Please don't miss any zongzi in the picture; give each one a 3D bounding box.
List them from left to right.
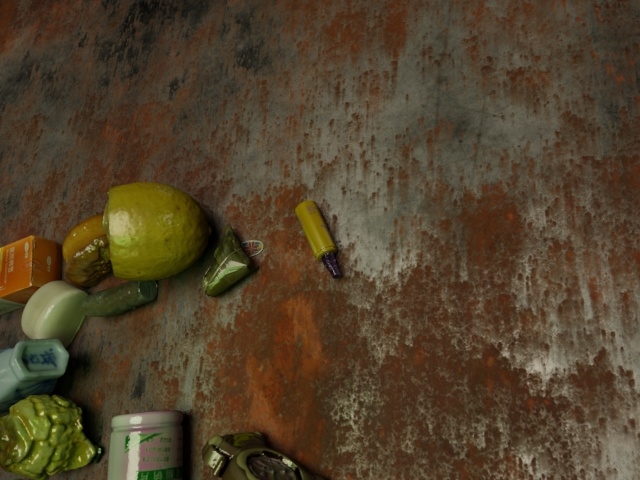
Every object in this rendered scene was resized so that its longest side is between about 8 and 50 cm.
[{"bbox_3d":[-0.346,0.072,1.568,0.205,0.094,0.204,-35,68,7],"label":"zongzi"}]

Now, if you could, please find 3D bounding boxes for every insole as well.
[{"bbox_3d":[-0.286,0.035,1.611,0.193,0.006,0.065,-8,69,17],"label":"insole"}]

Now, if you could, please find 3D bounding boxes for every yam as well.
[{"bbox_3d":[-0.719,0.209,1.658,0.259,0.106,0.106,-20,66,14],"label":"yam"}]

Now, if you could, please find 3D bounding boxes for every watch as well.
[{"bbox_3d":[-0.190,0.732,1.213,0.335,0.314,0.327,24,92,40],"label":"watch"}]

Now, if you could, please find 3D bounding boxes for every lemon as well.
[{"bbox_3d":[-0.543,-0.030,1.561,0.364,0.364,0.364,-7,70,18],"label":"lemon"}]

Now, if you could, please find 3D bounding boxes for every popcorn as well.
[{"bbox_3d":[-0.915,0.642,1.502,0.293,0.237,0.293,0,90,30],"label":"popcorn"}]

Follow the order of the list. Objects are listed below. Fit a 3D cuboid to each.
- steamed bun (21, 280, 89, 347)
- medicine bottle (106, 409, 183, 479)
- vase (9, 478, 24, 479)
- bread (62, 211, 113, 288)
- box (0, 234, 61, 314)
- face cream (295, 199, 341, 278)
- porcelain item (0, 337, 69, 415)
[{"bbox_3d":[-0.978,0.273,1.698,0.146,0.164,0.242,20,80,23],"label":"steamed bun"},{"bbox_3d":[-0.513,0.677,1.356,0.212,0.212,0.325,-12,67,16],"label":"medicine bottle"},{"bbox_3d":[-0.940,0.905,1.481,0.299,0.143,0.143,26,82,28],"label":"vase"},{"bbox_3d":[-0.836,0.019,1.725,0.340,0.179,0.194,-35,63,5],"label":"bread"},{"bbox_3d":[-1.217,0.143,1.845,0.341,0.143,0.225,-18,67,12],"label":"box"},{"bbox_3d":[0.000,0.000,1.477,0.078,0.078,0.273,-29,64,9],"label":"face cream"},{"bbox_3d":[-1.047,0.477,1.577,0.405,0.242,0.178,-36,65,24],"label":"porcelain item"}]
